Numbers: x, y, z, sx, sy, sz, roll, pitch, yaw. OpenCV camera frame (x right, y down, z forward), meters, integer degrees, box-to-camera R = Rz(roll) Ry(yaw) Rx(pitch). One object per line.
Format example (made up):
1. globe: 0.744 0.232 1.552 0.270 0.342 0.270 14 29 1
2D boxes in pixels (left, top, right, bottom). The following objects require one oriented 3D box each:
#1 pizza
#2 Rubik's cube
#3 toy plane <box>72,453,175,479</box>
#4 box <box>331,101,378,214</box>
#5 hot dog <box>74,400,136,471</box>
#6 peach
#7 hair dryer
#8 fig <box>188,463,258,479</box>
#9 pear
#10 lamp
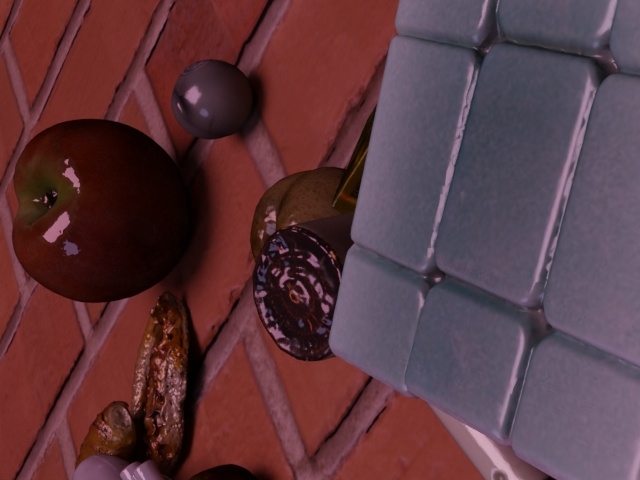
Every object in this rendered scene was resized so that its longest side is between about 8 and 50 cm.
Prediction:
1. pizza: -0.215 0.208 1.740 0.134 0.056 0.271 -152 72 -64
2. Rubik's cube: 0.237 -0.023 0.855 0.316 0.318 0.322 22 103 56
3. toy plane: -0.241 0.381 1.643 0.244 0.117 0.245 17 116 39
4. box: 0.067 -0.117 1.303 0.121 0.030 0.193 -58 4 33
5. hot dog: -0.306 0.323 1.797 0.289 0.068 0.083 114 148 -44
6. peach: -0.291 -0.039 1.744 0.252 0.252 0.252 -17 70 55
7. hair dryer: 0.113 0.119 1.171 0.362 0.203 0.128 52 130 24
8. fig: -0.125 0.318 1.538 0.154 0.103 0.109 -2 59 48
9. pear: 0.000 0.000 1.378 0.167 0.136 0.167 34 131 50
10. lamp: -0.138 -0.180 1.657 0.105 0.105 0.105 -17 70 55
